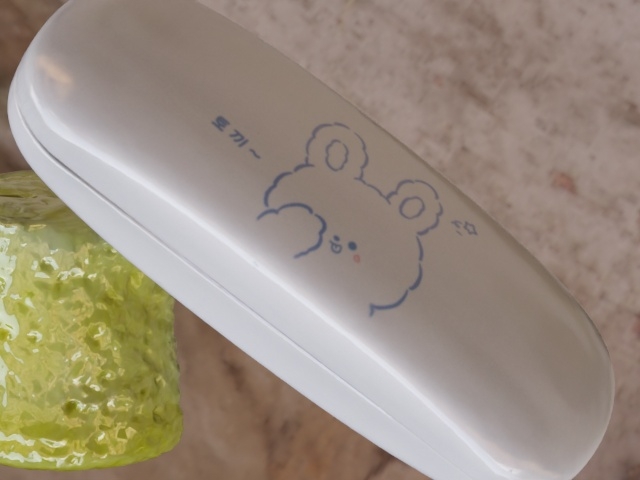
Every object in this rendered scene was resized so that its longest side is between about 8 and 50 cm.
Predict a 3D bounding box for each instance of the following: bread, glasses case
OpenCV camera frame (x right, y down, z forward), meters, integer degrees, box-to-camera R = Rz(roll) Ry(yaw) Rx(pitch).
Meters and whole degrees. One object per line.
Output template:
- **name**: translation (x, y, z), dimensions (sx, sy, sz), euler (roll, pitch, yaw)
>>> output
- **bread**: translation (-0.117, 0.034, 0.664), dimensions (0.129, 0.111, 0.114), euler (26, 111, 55)
- **glasses case**: translation (0.000, 0.000, 0.537), dimensions (0.233, 0.092, 0.059), euler (39, 135, -2)
